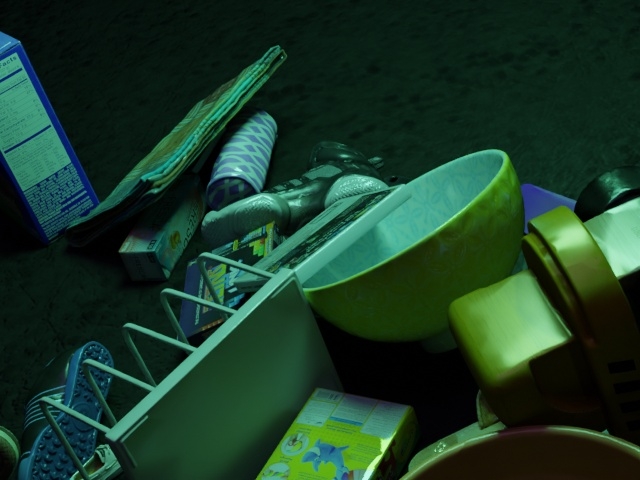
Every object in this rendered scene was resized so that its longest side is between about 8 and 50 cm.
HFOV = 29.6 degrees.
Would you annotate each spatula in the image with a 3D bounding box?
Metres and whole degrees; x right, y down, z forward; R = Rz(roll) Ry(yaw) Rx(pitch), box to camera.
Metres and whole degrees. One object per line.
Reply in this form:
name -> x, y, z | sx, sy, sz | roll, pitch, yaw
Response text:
spatula -> 0.206, -0.053, 1.629 | 0.296, 0.030, 0.084 | 12, 48, 37

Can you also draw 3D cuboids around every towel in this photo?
towel -> -0.221, -0.145, 1.854 | 0.271, 0.040, 0.370 | -25, 21, 49

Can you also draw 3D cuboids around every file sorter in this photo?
file sorter -> -0.145, 0.173, 1.358 | 0.173, 0.193, 0.277 | 14, 47, 42

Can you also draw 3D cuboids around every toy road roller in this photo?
toy road roller -> 0.265, 0.114, 1.124 | 0.240, 0.329, 0.202 | -24, 34, 2

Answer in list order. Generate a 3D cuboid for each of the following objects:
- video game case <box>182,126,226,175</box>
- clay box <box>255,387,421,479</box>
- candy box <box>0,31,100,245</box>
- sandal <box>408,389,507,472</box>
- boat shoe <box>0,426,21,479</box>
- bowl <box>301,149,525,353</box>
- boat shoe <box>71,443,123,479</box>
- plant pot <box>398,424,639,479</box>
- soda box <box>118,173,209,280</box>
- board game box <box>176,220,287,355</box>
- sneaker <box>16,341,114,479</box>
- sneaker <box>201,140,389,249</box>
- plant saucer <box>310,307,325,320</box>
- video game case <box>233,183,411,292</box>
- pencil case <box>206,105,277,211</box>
video game case -> -0.189, -0.135, 1.876 | 0.087, 0.011, 0.122 | -59, 18, -14
clay box -> 0.003, 0.260, 1.287 | 0.127, 0.053, 0.222 | 7, 44, 33
candy box -> -0.504, -0.181, 1.896 | 0.122, 0.317, 0.268 | -36, 38, -21
sandal -> 0.194, 0.180, 1.278 | 0.240, 0.079, 0.088 | -29, 36, -14
boat shoe -> -0.457, 0.271, 1.432 | 0.257, 0.095, 0.095 | -25, 17, 17
bowl -> 0.130, 0.036, 1.409 | 0.289, 0.156, 0.289 | -32, 12, 8
boat shoe -> -0.253, 0.258, 1.428 | 0.100, 0.035, 0.035 | -40, 40, -26
plant pot -> 0.183, 0.324, 0.983 | 0.291, 0.203, 0.291 | -13, 36, 10
soda box -> -0.225, -0.021, 1.770 | 0.063, 0.058, 0.183 | -2, 39, 23
board game box -> -0.111, 0.066, 1.583 | 0.141, 0.048, 0.170 | -24, 33, 16
sneaker -> -0.325, 0.229, 1.477 | 0.090, 0.081, 0.232 | -23, 34, 34
sneaker -> -0.031, -0.056, 1.696 | 0.268, 0.101, 0.153 | -11, 32, 7
plant saucer -> 0.033, 0.052, 1.574 | 0.168, 0.029, 0.168 | -13, 35, 9
video game case -> 0.000, 0.000, 1.470 | 0.190, 0.022, 0.173 | -38, 12, -24
pencil case -> -0.120, -0.121, 1.835 | 0.088, 0.086, 0.206 | -42, 21, 31
